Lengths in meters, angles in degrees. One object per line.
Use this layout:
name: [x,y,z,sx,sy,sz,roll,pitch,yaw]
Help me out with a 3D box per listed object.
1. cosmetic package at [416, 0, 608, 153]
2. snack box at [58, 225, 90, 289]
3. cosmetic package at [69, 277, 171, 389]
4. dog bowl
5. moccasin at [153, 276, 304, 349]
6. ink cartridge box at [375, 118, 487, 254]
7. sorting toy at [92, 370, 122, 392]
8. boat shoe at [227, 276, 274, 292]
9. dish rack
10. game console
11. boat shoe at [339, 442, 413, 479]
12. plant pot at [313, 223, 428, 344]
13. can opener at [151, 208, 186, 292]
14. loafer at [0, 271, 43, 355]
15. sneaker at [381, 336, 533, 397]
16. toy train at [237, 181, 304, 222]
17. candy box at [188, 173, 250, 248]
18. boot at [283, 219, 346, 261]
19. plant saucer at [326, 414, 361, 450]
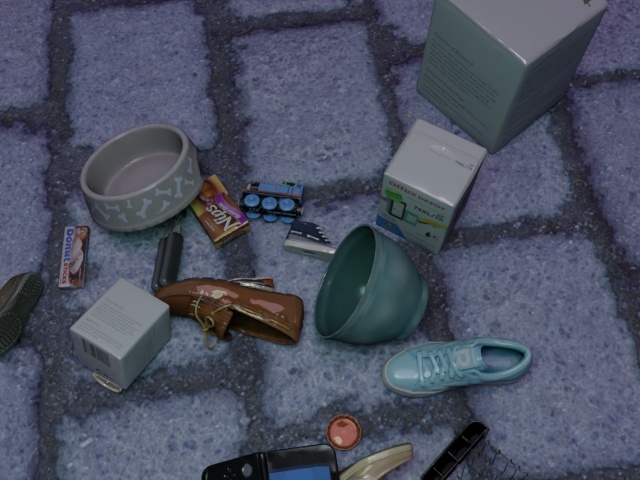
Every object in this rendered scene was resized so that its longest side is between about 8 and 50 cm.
cosmetic package: [0.517,-0.534,1.917,0.329,0.394,0.327,-37,69,-18]
snack box: [-0.657,0.045,1.826,0.064,0.022,0.178,-4,64,-1]
cosmetic package: [-0.475,0.222,1.644,0.151,0.151,0.184,28,51,14]
dog bowl: [-0.481,-0.182,1.829,0.348,0.102,0.349,-11,45,11]
moccasin: [-0.234,0.190,1.702,0.379,0.139,0.147,13,55,-4]
ink cartridge box: [0.282,-0.136,1.783,0.198,0.270,0.197,27,66,13]
sorting toy: [-0.500,0.327,1.676,0.083,0.045,0.075,25,59,11]
boat shoe: [-0.189,0.123,1.777,0.136,0.049,0.043,-5,65,-8]
dish rack: [0.385,0.564,1.524,0.208,0.074,0.271,-42,60,-17]
game console: [-0.089,0.593,1.415,0.173,0.250,0.293,-17,77,36]
boat shoe: [0.084,0.552,1.531,0.302,0.109,0.098,-26,71,-7]
plant pot: [0.137,0.132,1.667,0.196,0.293,0.293,24,62,-19]
can opener: [-0.411,0.005,1.805,0.093,0.074,0.281,24,51,-37]
loafer: [-0.799,0.189,1.727,0.087,0.094,0.251,3,50,29]
sneaker: [0.329,0.286,1.637,0.365,0.150,0.135,-8,63,-4]
toy train: [-0.132,-0.111,1.880,0.184,0.080,0.105,7,54,6]
candy box: [-0.287,-0.080,1.875,0.109,0.053,0.187,-30,66,-15]
boot: [0.000,0.000,1.825,0.189,0.069,0.086,14,67,9]
plant saucer: [0.055,0.457,1.626,0.083,0.013,0.084,0,63,-1]
